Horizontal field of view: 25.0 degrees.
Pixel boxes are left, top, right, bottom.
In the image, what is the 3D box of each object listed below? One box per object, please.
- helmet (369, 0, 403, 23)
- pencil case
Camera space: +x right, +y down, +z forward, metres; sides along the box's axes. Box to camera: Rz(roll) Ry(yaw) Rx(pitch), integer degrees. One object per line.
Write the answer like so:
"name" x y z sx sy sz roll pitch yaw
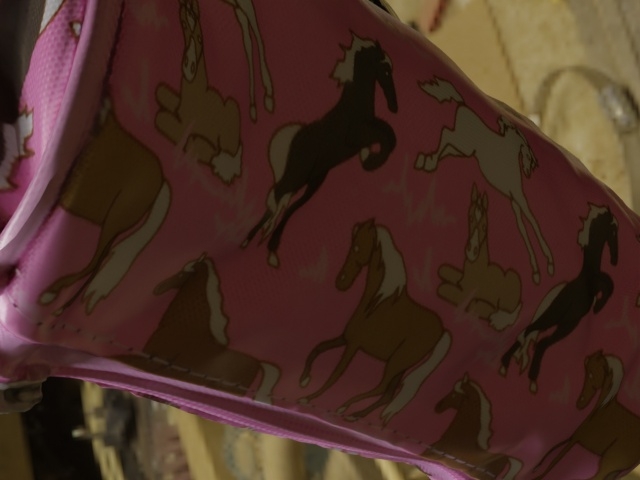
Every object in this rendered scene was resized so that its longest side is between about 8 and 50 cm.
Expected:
"helmet" -0.033 -0.103 0.846 0.161 0.169 0.169 41 131 22
"pencil case" 0.000 0.000 0.536 0.167 0.386 0.160 -54 51 10
